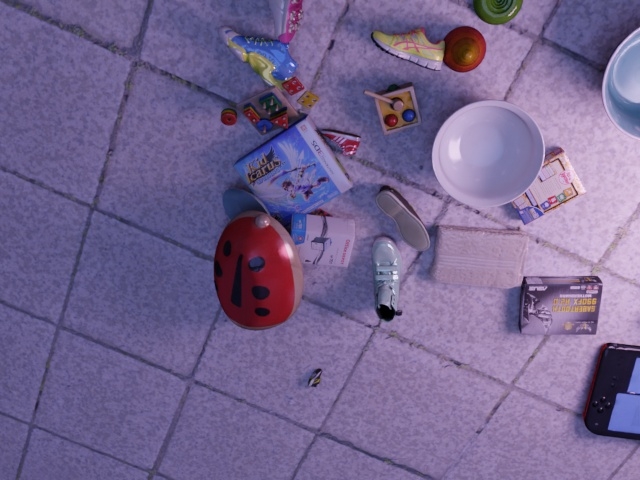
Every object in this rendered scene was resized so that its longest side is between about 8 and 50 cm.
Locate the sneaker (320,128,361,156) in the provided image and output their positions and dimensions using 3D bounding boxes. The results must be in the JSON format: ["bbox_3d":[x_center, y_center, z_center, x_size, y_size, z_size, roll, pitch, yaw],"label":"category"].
[{"bbox_3d":[0.053,-0.281,1.791,0.118,0.042,0.067,13,111,-1],"label":"sneaker"}]

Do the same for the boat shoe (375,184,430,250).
[{"bbox_3d":[0.253,-0.069,1.847,0.081,0.069,0.228,-31,107,31],"label":"boat shoe"}]

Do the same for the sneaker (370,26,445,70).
[{"bbox_3d":[0.236,-0.526,1.648,0.208,0.081,0.094,18,108,-8],"label":"sneaker"}]

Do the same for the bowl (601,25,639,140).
[{"bbox_3d":[0.853,-0.419,1.569,0.311,0.163,0.312,3,114,6],"label":"bowl"}]

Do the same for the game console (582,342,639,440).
[{"bbox_3d":[1.075,0.502,2.011,0.386,0.060,0.342,6,115,4],"label":"game console"}]

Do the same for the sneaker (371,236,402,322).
[{"bbox_3d":[0.205,0.125,1.895,0.094,0.151,0.256,-5,112,10],"label":"sneaker"}]

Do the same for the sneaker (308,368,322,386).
[{"bbox_3d":[-0.012,0.476,2.147,0.035,0.031,0.083,24,119,-19],"label":"sneaker"}]

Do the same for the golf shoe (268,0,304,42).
[{"bbox_3d":[-0.111,-0.675,1.610,0.140,0.115,0.306,9,107,13],"label":"golf shoe"}]

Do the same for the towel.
[{"bbox_3d":[0.483,0.049,1.886,0.282,0.049,0.187,6,113,5],"label":"towel"}]

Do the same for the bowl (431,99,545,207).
[{"bbox_3d":[0.452,-0.252,1.707,0.297,0.134,0.298,3,114,6],"label":"bowl"}]

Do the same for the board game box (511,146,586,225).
[{"bbox_3d":[0.636,-0.153,1.777,0.193,0.045,0.147,-29,107,18],"label":"board game box"}]

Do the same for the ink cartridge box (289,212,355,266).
[{"bbox_3d":[0.000,0.000,1.869,0.190,0.082,0.140,6,133,-4],"label":"ink cartridge box"}]

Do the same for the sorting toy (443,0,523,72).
[{"bbox_3d":[0.441,-0.584,1.566,0.127,0.126,0.366,31,114,-7],"label":"sorting toy"}]

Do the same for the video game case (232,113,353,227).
[{"bbox_3d":[-0.081,-0.197,1.835,0.269,0.061,0.244,-30,106,18],"label":"video game case"}]

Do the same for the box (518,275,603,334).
[{"bbox_3d":[0.738,0.201,1.917,0.231,0.056,0.183,0,113,7],"label":"box"}]

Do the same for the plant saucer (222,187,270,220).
[{"bbox_3d":[-0.211,-0.087,1.879,0.195,0.037,0.195,26,143,22],"label":"plant saucer"}]

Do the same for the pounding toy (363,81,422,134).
[{"bbox_3d":[0.200,-0.371,1.702,0.130,0.100,0.141,-14,112,12],"label":"pounding toy"}]

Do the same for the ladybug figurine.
[{"bbox_3d":[-0.205,0.109,1.868,0.305,0.162,0.449,25,133,21],"label":"ladybug figurine"}]

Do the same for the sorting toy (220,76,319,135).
[{"bbox_3d":[-0.138,-0.355,1.738,0.274,0.046,0.132,-20,140,22],"label":"sorting toy"}]

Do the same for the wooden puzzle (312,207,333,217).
[{"bbox_3d":[0.004,-0.069,1.906,0.083,0.006,0.049,30,119,-13],"label":"wooden puzzle"}]

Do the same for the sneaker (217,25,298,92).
[{"bbox_3d":[-0.160,-0.524,1.694,0.240,0.091,0.126,41,100,-19],"label":"sneaker"}]
